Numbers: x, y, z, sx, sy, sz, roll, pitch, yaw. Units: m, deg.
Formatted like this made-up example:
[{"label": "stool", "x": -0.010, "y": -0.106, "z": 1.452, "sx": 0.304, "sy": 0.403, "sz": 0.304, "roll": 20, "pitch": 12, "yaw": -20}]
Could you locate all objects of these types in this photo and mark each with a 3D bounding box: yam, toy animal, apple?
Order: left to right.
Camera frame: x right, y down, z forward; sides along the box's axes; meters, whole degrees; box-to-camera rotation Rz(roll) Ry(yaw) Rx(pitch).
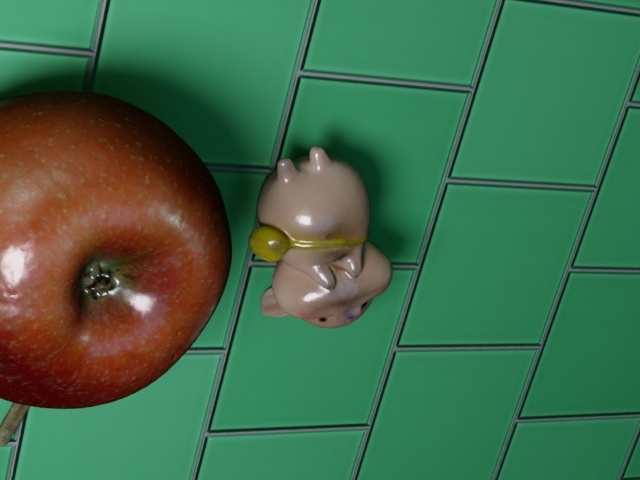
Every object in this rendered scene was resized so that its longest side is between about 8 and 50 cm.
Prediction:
[{"label": "yam", "x": -0.354, "y": 0.195, "z": 1.731, "sx": 0.021, "sy": 0.021, "sz": 0.116, "roll": 22, "pitch": 106, "yaw": -36}, {"label": "apple", "x": -0.267, "y": 0.012, "z": 1.501, "sx": 0.348, "sy": 0.277, "sz": 0.348, "roll": -13, "pitch": 117, "yaw": -28}, {"label": "toy animal", "x": -0.003, "y": 0.000, "z": 1.737, "sx": 0.165, "sy": 0.149, "sz": 0.248, "roll": -11, "pitch": 131, "yaw": -4}]
